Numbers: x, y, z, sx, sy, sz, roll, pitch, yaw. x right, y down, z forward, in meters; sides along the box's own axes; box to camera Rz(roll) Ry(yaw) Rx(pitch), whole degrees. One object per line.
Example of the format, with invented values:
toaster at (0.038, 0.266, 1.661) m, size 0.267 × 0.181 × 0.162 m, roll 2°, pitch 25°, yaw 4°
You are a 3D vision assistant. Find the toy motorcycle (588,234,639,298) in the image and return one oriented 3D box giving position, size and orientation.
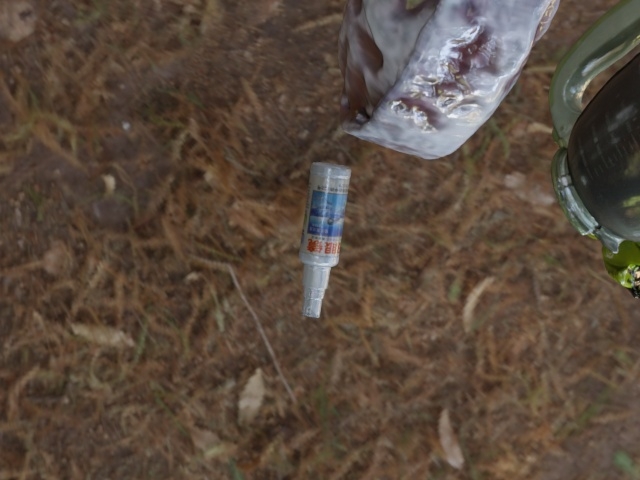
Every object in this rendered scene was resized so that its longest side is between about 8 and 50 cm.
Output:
toy motorcycle at (0.520, -0.016, 1.576) m, size 0.142 × 0.342 × 0.206 m, roll -28°, pitch 104°, yaw -43°

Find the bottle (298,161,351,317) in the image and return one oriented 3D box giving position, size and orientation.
bottle at (0.000, 0.000, 1.552) m, size 0.060 × 0.060 × 0.217 m, roll 6°, pitch 99°, yaw -21°

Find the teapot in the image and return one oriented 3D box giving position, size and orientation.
teapot at (0.388, -0.136, 1.371) m, size 0.239 × 0.239 × 0.321 m, roll -19°, pitch 79°, yaw -51°

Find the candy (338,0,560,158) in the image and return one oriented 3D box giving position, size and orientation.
candy at (0.103, -0.201, 0.985) m, size 0.157 × 0.289 × 0.214 m, roll 16°, pitch 56°, yaw -15°
